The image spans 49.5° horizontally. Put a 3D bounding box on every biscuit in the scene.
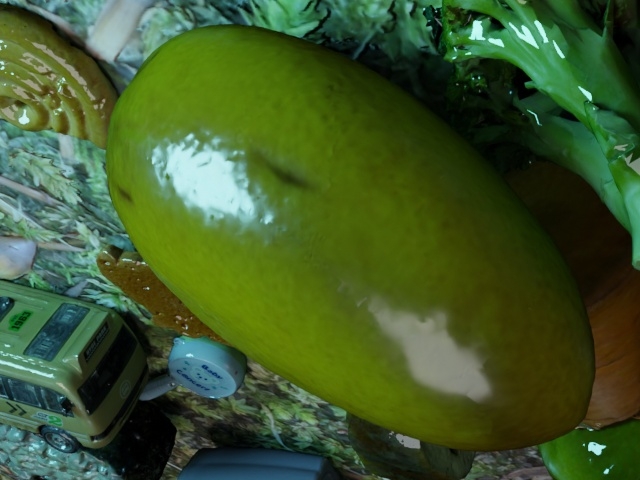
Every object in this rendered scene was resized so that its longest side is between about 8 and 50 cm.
[{"bbox_3d":[-0.307,-0.171,0.710,0.225,0.033,0.144,19,140,-1],"label":"biscuit"},{"bbox_3d":[-0.163,0.079,0.921,0.280,0.043,0.183,26,143,-15],"label":"biscuit"}]

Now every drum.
[{"bbox_3d":[-0.225,0.198,1.067,0.253,0.049,0.130,-13,130,32],"label":"drum"}]

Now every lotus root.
[{"bbox_3d":[0.125,0.250,0.940,0.119,0.138,0.235,-1,142,36],"label":"lotus root"}]

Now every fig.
[{"bbox_3d":[0.372,0.181,0.741,0.206,0.206,0.274,28,105,-9],"label":"fig"}]

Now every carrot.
[{"bbox_3d":[0.244,0.061,0.639,0.196,0.195,0.254,-13,134,32],"label":"carrot"}]

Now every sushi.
[{"bbox_3d":[-0.425,0.324,1.194,0.351,0.170,0.210,17,136,2],"label":"sushi"}]

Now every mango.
[{"bbox_3d":[0.000,0.000,0.529,0.445,0.221,0.301,40,158,36],"label":"mango"}]

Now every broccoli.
[{"bbox_3d":[0.204,-0.096,0.418,0.269,0.268,0.254,-1,147,23],"label":"broccoli"}]

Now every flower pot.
[{"bbox_3d":[-0.091,0.473,1.189,0.243,0.265,0.265,-15,130,17],"label":"flower pot"}]

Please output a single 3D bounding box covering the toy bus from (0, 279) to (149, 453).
[{"bbox_3d":[-0.455,0.170,1.034,0.366,0.176,0.201,11,133,11],"label":"toy bus"}]
